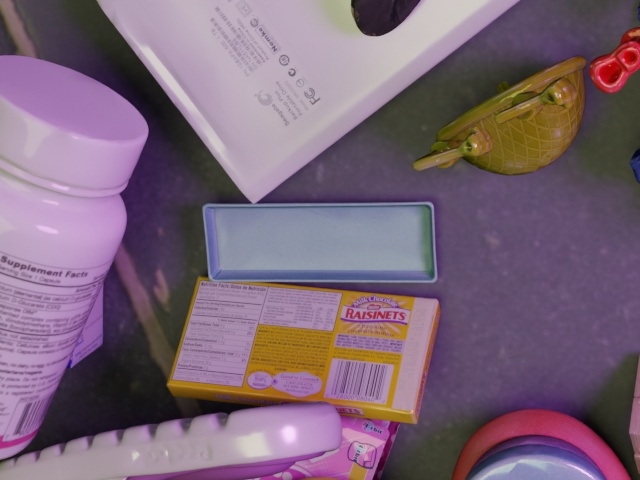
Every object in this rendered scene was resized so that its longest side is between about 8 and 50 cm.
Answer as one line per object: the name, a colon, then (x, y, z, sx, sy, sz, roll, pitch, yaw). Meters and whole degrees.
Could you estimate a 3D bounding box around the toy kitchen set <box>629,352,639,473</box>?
toy kitchen set: (0.283, 0.142, 1.285, 0.068, 0.075, 0.083, 1, 145, 20)

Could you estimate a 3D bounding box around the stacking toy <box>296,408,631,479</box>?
stacking toy: (0.116, 0.298, 1.286, 0.309, 0.130, 0.279, -23, 106, 12)

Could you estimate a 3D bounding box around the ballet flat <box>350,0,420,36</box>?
ballet flat: (0.061, -0.231, 1.206, 0.057, 0.049, 0.173, 10, 116, -14)

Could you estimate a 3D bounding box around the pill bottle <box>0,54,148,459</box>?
pill bottle: (-0.245, 0.013, 1.266, 0.160, 0.160, 0.283, 29, 110, 8)

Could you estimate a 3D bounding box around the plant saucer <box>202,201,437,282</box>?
plant saucer: (0.000, 0.000, 1.337, 0.192, 0.018, 0.067, 0, 105, 15)

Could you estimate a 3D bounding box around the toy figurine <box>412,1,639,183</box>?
toy figurine: (0.274, -0.067, 1.153, 0.362, 0.191, 0.217, -31, 99, 23)

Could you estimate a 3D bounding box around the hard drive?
hard drive: (0.005, -0.203, 1.270, 0.318, 0.040, 0.210, -37, 92, 23)

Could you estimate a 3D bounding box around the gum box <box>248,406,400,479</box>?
gum box: (-0.013, 0.206, 1.377, 0.107, 0.062, 0.188, 22, 110, 10)

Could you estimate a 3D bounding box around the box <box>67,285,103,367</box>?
box: (-0.253, 0.028, 1.398, 0.126, 0.072, 0.137, 6, 106, 15)

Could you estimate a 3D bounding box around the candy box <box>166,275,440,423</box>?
candy box: (-0.013, 0.087, 1.330, 0.205, 0.105, 0.027, 5, 147, 16)

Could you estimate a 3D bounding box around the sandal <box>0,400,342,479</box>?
sandal: (-0.162, 0.209, 1.323, 0.416, 0.169, 0.102, -19, 76, 39)
